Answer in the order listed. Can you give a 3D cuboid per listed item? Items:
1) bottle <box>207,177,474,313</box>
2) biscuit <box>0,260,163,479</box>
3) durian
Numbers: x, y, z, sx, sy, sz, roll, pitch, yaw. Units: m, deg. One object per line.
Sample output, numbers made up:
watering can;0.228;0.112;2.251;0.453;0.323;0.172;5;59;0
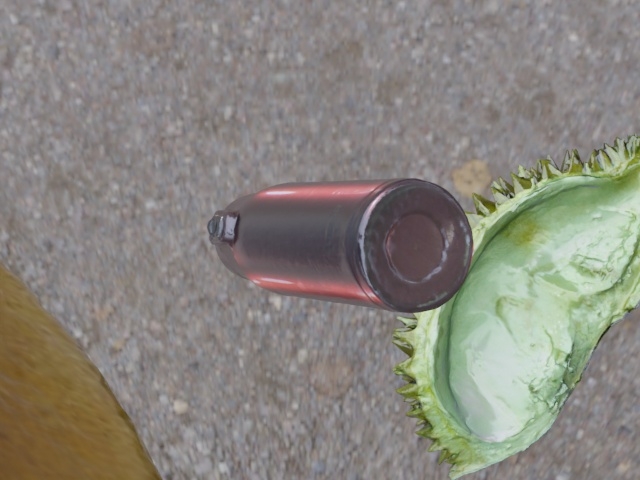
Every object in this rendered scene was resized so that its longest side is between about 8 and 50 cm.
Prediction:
bottle;0.000;0.000;0.610;0.060;0.164;0.060;-1;92;-27
biscuit;-0.160;0.044;0.339;0.057;0.287;0.344;-55;44;10
durian;0.199;0.054;1.320;0.198;0.163;0.394;41;100;17
